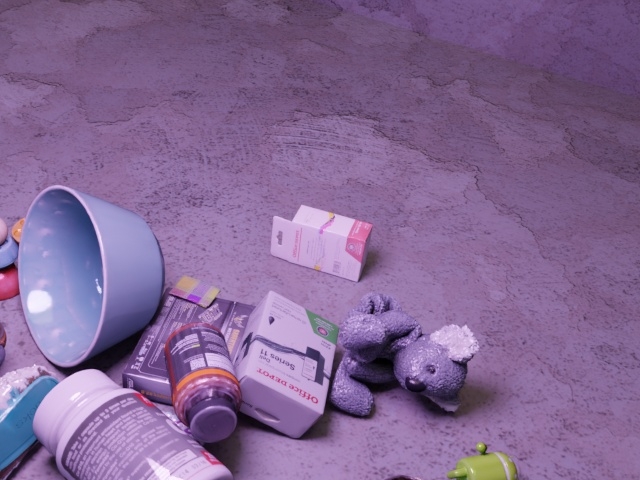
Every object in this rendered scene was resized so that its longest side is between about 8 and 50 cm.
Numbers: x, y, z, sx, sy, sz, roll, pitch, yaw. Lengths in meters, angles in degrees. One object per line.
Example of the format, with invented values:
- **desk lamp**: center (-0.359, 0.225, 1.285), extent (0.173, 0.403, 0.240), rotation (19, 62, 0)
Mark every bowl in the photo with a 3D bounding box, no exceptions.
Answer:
- **bowl**: center (-0.390, 0.058, 1.355), extent (0.163, 0.311, 0.311), rotation (-3, 35, -45)

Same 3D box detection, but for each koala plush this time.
- **koala plush**: center (0.156, 0.201, 1.333), extent (0.221, 0.196, 0.203), rotation (16, 29, 16)

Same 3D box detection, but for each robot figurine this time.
- **robot figurine**: center (0.262, 0.375, 1.223), extent (0.115, 0.067, 0.101), rotation (-5, 68, -17)

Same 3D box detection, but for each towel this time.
- **towel**: center (-0.235, 0.095, 1.440), extent (0.083, 0.009, 0.060), rotation (18, 38, 11)

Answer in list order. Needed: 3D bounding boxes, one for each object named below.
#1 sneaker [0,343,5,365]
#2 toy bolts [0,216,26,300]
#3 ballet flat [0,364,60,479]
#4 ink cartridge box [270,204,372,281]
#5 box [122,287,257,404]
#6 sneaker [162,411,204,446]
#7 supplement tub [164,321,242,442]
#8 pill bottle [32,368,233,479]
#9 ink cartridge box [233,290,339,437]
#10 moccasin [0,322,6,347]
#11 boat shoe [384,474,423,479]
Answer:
- **sneaker**: center (-0.539, 0.226, 1.128), extent (0.098, 0.083, 0.224), rotation (14, 29, 26)
- **toy bolts**: center (-0.572, -0.016, 1.486), extent (0.228, 0.158, 0.218), rotation (-25, 49, -35)
- **ballet flat**: center (-0.534, 0.333, 1.102), extent (0.147, 0.147, 0.409), rotation (19, 35, 14)
- **ink cartridge box**: center (0.000, 0.000, 1.605), extent (0.198, 0.115, 0.067), rotation (16, 40, 9)
- **box**: center (-0.226, 0.192, 1.372), extent (0.183, 0.056, 0.231), rotation (12, 38, 3)
- **sneaker**: center (-0.240, 0.318, 1.227), extent (0.098, 0.038, 0.069), rotation (21, 39, 17)
- **supplement tub**: center (-0.182, 0.221, 1.190), extent (0.106, 0.106, 0.198), rotation (-4, 30, -15)
- **pill bottle**: center (-0.278, 0.319, 1.119), extent (0.283, 0.161, 0.161), rotation (32, 44, 27)
- **ink cartridge box**: center (-0.062, 0.210, 1.317), extent (0.153, 0.087, 0.208), rotation (29, 37, -13)
- **moccasin**: center (-0.669, 0.239, 1.184), extent (0.139, 0.147, 0.380), rotation (35, 40, 10)
- **boat shoe**: center (0.122, 0.414, 1.098), extent (0.355, 0.130, 0.132), rotation (-1, 40, -12)
